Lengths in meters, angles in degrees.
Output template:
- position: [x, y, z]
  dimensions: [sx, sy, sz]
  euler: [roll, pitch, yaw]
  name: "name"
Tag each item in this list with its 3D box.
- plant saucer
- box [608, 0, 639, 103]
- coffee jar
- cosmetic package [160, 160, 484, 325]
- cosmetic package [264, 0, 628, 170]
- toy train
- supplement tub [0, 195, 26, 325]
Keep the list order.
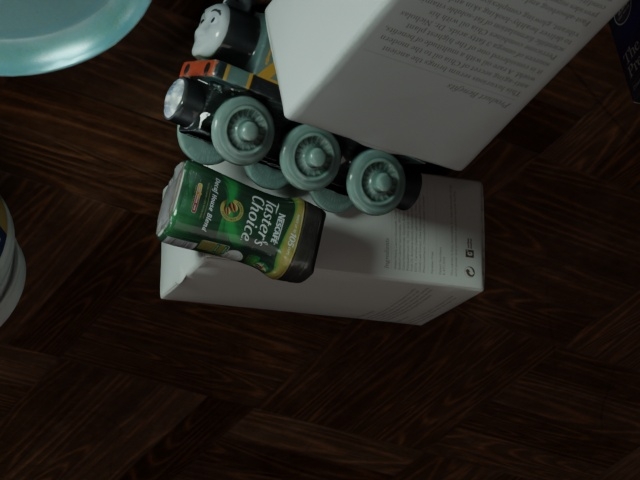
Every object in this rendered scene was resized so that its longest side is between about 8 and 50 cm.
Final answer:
- position: [-0.331, -0.294, 1.854]
  dimensions: [0.318, 0.043, 0.317]
  euler: [-6, 143, -5]
  name: "plant saucer"
- position: [0.420, -0.291, 1.901]
  dimensions: [0.103, 0.184, 0.261]
  euler: [10, 139, -20]
  name: "box"
- position: [-0.087, -0.019, 2.001]
  dimensions: [0.184, 0.096, 0.079]
  euler: [18, 158, -16]
  name: "coffee jar"
- position: [0.000, 0.000, 2.184]
  dimensions: [0.366, 0.155, 0.197]
  euler: [8, 161, -21]
  name: "cosmetic package"
- position: [0.164, -0.282, 1.690]
  dimensions: [0.230, 0.161, 0.453]
  euler: [15, 135, -32]
  name: "cosmetic package"
- position: [-0.015, -0.148, 2.008]
  dimensions: [0.334, 0.190, 0.142]
  euler: [20, 173, -26]
  name: "toy train"
- position: [-0.491, -0.025, 2.024]
  dimensions: [0.228, 0.228, 0.316]
  euler: [-16, 143, 9]
  name: "supplement tub"
